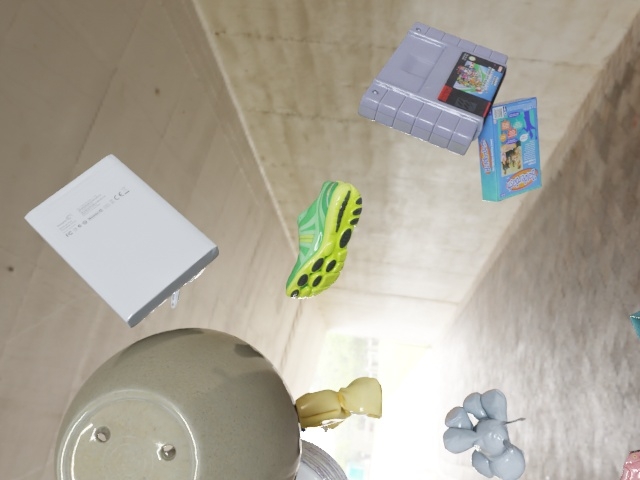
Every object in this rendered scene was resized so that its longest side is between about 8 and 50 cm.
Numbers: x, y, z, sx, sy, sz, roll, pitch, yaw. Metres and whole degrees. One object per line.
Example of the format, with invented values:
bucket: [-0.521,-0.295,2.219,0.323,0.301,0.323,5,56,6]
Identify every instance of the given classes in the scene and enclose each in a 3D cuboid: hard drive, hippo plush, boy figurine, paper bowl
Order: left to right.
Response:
hard drive: [-0.415,-0.011,1.387,0.233,0.353,0.047,-42,-25,-21]
paper bowl: [-0.078,0.586,1.450,0.148,0.285,0.284,-18,-64,-63]
boy figurine: [-0.001,0.358,1.355,0.177,0.285,0.092,53,-160,-55]
hippo plush: [0.553,0.621,2.077,0.236,0.294,0.234,52,-129,-23]

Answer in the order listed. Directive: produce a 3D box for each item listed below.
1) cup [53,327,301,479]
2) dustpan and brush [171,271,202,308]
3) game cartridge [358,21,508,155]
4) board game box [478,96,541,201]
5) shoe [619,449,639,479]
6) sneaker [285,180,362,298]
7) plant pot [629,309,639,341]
cup: [-0.203,0.270,0.857,0.237,0.332,0.330,63,-146,-77]
dustpan and brush: [-0.422,0.103,2.038,0.060,0.148,0.211,-9,-69,-68]
game cartridge: [0.243,-0.321,1.351,0.068,0.230,0.355,99,-164,-45]
board game box: [0.425,-0.206,1.496,0.047,0.160,0.210,11,113,53]
shoe: [0.553,0.353,1.091,0.177,0.081,0.063,-63,-34,-9]
sneaker: [0.000,0.000,1.521,0.123,0.110,0.295,38,107,51]
plant pot: [0.930,0.210,1.626,0.165,0.234,0.165,64,168,-9]
